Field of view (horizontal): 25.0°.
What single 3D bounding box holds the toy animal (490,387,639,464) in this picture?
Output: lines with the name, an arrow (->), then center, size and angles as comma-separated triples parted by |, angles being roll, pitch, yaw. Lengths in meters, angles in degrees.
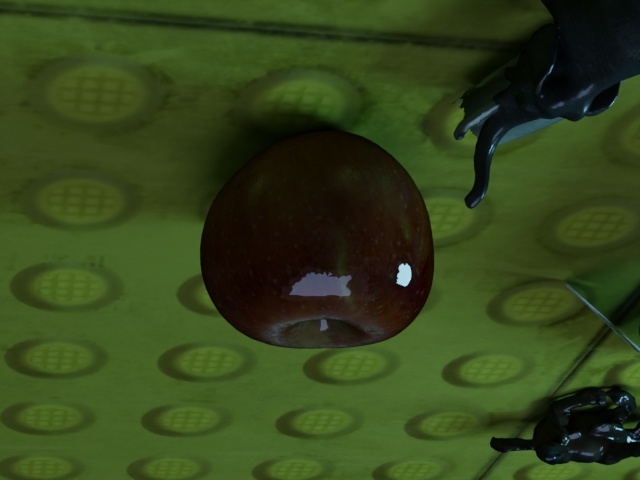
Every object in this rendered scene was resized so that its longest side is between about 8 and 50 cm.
toy animal -> 0.329, 0.242, 1.744 | 0.233, 0.084, 0.148 | -5, 152, -7

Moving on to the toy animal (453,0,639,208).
toy animal -> 0.174, -0.149, 0.980 | 0.082, 0.137, 0.269 | 17, 136, -38

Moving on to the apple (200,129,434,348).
apple -> 0.000, 0.000, 1.199 | 0.201, 0.162, 0.201 | -1, 162, 0

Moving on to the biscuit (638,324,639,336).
biscuit -> 0.501, 0.121, 1.443 | 0.376, 0.051, 0.269 | 6, 133, 30

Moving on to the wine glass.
wine glass -> 0.211, -0.141, 1.069 | 0.262, 0.074, 0.074 | -28, 143, 37

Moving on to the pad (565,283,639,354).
pad -> 0.344, 0.128, 1.490 | 0.004, 0.156, 0.232 | -48, 139, 5
